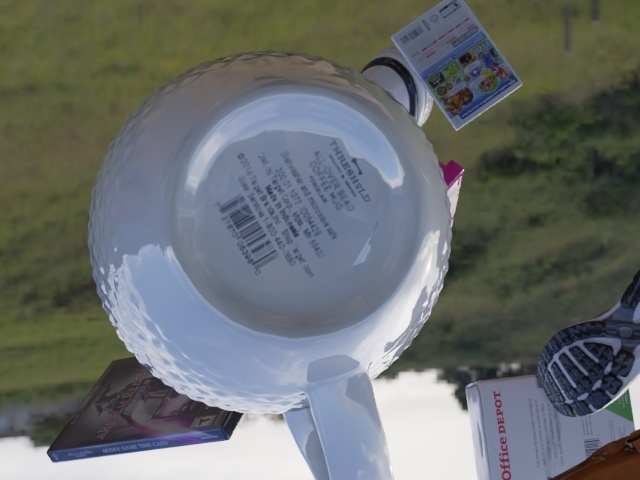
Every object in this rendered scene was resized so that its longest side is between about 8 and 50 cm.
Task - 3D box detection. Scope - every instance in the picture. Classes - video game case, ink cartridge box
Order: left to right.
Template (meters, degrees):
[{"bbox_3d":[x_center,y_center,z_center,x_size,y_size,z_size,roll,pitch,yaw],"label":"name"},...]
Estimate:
[{"bbox_3d":[-0.200,0.202,1.529,0.274,0.026,0.196,-11,-153,27],"label":"video game case"},{"bbox_3d":[0.144,-0.190,1.254,0.087,0.122,0.011,-35,177,-4],"label":"video game case"},{"bbox_3d":[0.325,0.268,1.669,0.219,0.160,0.092,-4,170,-7],"label":"ink cartridge box"}]

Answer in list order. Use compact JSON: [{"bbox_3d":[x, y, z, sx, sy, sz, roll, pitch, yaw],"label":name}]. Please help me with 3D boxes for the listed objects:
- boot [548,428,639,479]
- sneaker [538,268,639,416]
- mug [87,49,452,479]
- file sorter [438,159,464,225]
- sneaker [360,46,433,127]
[{"bbox_3d":[0.351,0.273,1.301,0.220,0.109,0.283,-30,169,18],"label":"boot"},{"bbox_3d":[0.385,0.116,1.423,0.121,0.111,0.300,-2,148,-44],"label":"sneaker"},{"bbox_3d":[-0.023,0.040,0.893,0.276,0.374,0.328,-18,179,-9],"label":"mug"},{"bbox_3d":[0.000,0.000,1.381,0.182,0.291,0.202,40,168,14],"label":"file sorter"},{"bbox_3d":[0.043,-0.101,1.749,0.137,0.366,0.210,37,-127,22],"label":"sneaker"}]
